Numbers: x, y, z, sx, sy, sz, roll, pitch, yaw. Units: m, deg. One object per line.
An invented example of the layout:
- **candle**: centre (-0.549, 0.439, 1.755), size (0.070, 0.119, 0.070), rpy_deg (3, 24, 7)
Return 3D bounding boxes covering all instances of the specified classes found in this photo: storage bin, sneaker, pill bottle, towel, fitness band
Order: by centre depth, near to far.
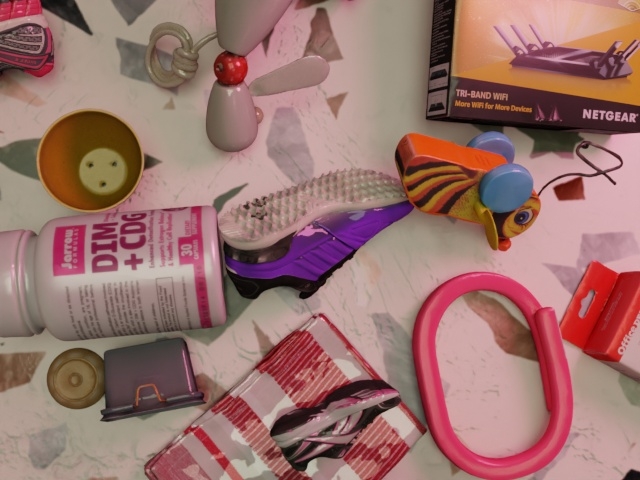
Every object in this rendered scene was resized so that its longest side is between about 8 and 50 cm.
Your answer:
- **pill bottle**: centre (-0.268, 0.044, 0.981), size (0.283, 0.160, 0.160), rpy_deg (-5, 87, -6)
- **sneaker**: centre (-0.504, -0.242, 1.006), size (0.299, 0.121, 0.112), rpy_deg (-12, 118, 1)
- **storage bin**: centre (-0.227, 0.183, 1.016), size (0.135, 0.098, 0.091), rpy_deg (-10, 77, -6)
- **sneaker**: centre (0.026, 0.247, 1.022), size (0.178, 0.072, 0.077), rpy_deg (-22, 102, -2)
- **sneaker**: centre (-0.001, 0.000, 1.049), size (0.293, 0.102, 0.146), rpy_deg (-17, 125, -25)
- **towel**: centre (-0.044, 0.289, 1.051), size (0.329, 0.037, 0.237), rpy_deg (-42, 92, -7)
- **fitness band**: centre (0.240, 0.188, 1.081), size (0.209, 0.054, 0.291), rpy_deg (-11, 86, -4)

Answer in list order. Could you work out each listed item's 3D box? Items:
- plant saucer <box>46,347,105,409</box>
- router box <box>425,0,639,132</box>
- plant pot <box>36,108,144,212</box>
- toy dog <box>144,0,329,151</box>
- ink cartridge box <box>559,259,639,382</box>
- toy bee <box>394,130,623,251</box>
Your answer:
- **plant saucer**: centre (-0.330, 0.188, 1.039), size (0.083, 0.015, 0.083), rpy_deg (0, 86, -6)
- **router box**: centre (0.309, -0.278, 1.062), size (0.308, 0.081, 0.243), rpy_deg (1, 95, -15)
- **plant pot**: centre (-0.298, -0.099, 1.021), size (0.134, 0.095, 0.134), rpy_deg (0, 86, -6)
- **toy dog**: centre (-0.076, -0.296, 1.011), size (0.220, 0.334, 0.161), rpy_deg (48, 42, 14)
- **ink cartridge box**: centre (0.474, 0.134, 1.091), size (0.231, 0.078, 0.134), rpy_deg (28, 84, -3)
- **toy bee**: centre (0.236, -0.051, 1.037), size (0.298, 0.195, 0.162), rpy_deg (16, 128, 3)
